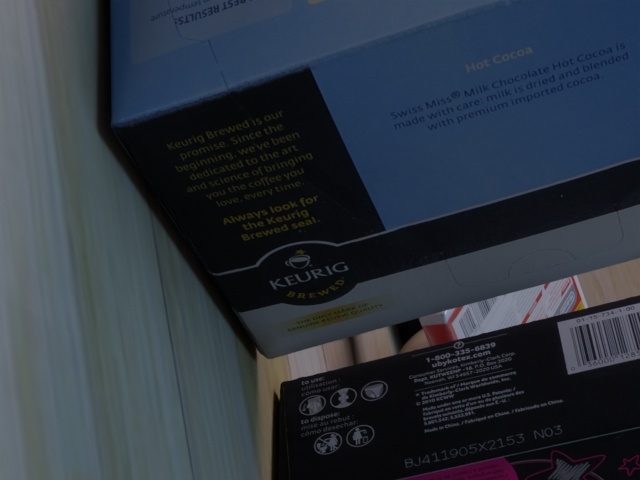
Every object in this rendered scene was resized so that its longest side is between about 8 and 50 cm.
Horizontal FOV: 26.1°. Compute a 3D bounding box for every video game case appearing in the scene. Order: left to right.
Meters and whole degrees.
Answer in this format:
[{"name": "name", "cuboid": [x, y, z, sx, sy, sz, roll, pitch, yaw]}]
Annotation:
[{"name": "video game case", "cuboid": [0.174, 0.120, 1.088, 0.204, 0.025, 0.285, -49, 123, -47]}]

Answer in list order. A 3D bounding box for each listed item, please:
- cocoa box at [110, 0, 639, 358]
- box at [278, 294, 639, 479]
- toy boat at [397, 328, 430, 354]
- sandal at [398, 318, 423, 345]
[{"name": "cocoa box", "cuboid": [0.082, -0.122, 0.757, 0.228, 0.347, 0.231, 61, 17, -50]}, {"name": "box", "cuboid": [0.113, 0.151, 0.789, 0.163, 0.247, 0.142, -91, 163, -53]}, {"name": "toy boat", "cuboid": [0.118, 0.102, 1.151, 0.267, 0.148, 0.318, -66, 140, -73]}, {"name": "sandal", "cuboid": [0.130, 0.112, 1.388, 0.167, 0.107, 0.446, -45, 131, -79]}]
